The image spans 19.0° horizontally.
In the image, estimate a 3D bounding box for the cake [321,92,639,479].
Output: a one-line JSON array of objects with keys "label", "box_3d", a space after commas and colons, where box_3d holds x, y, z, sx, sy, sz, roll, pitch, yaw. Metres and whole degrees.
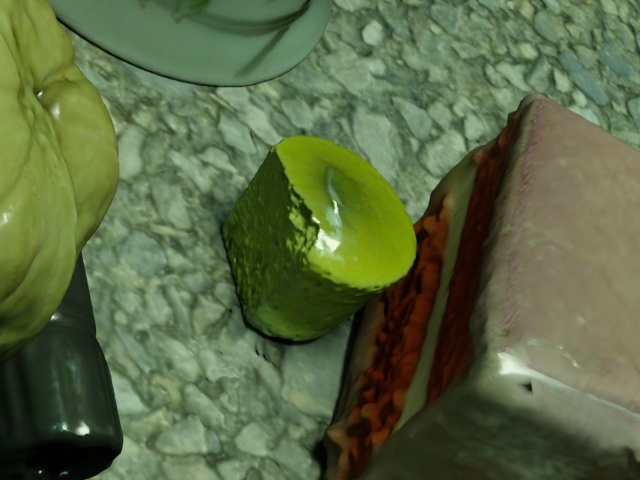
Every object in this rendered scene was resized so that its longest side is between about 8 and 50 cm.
[{"label": "cake", "box_3d": [0.162, 0.088, 1.327, 0.230, 0.237, 0.309, 34, 41, -14]}]

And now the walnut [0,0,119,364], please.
[{"label": "walnut", "box_3d": [-0.260, -0.043, 1.049, 0.253, 0.277, 0.282, 59, 36, -40]}]

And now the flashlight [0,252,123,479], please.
[{"label": "flashlight", "box_3d": [-0.201, -0.035, 1.241, 0.103, 0.103, 0.424, 7, 56, -36]}]

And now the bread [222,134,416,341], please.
[{"label": "bread", "box_3d": [0.000, 0.000, 1.354, 0.111, 0.114, 0.129, 12, 51, -34]}]

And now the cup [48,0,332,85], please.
[{"label": "cup", "box_3d": [-0.096, -0.305, 1.485, 0.347, 0.163, 0.347, 22, 47, -26]}]
